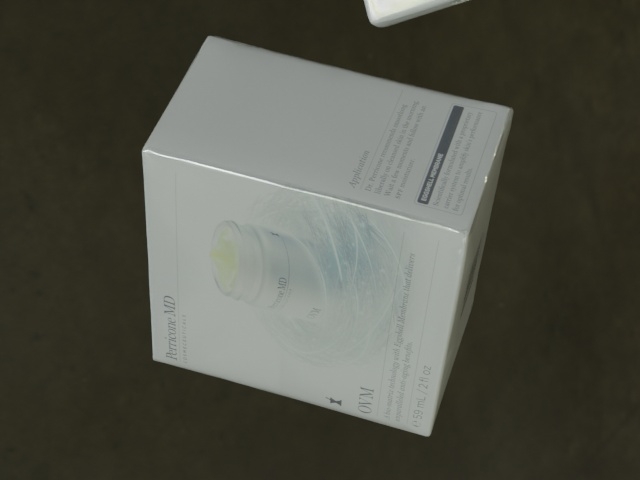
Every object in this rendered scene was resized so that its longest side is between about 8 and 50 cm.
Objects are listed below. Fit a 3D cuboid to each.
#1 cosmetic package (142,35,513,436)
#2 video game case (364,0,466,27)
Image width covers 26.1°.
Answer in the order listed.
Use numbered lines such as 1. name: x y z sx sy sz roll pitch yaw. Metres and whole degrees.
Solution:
1. cosmetic package: 0.000 0.000 0.993 0.224 0.225 0.138 94 15 -46
2. video game case: 0.098 -0.266 0.829 0.026 0.206 0.227 -9 85 -65
